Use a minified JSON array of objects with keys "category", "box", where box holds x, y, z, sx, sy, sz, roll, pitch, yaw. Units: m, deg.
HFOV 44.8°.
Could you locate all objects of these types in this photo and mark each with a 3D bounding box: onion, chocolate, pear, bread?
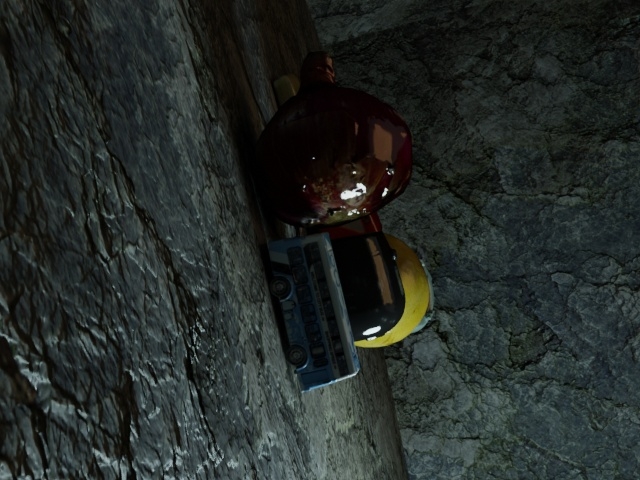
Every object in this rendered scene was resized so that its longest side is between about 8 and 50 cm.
[{"category":"onion","box":[0.019,-0.219,1.624,0.348,0.348,0.385,53,27,-73]},{"category":"chocolate","box":[0.056,-0.128,2.306,0.360,0.162,0.341,-45,112,-81]},{"category":"pear","box":[0.134,0.133,2.022,0.314,0.314,0.314,-13,90,-83]},{"category":"bread","box":[-0.087,-0.408,2.228,0.178,0.060,0.139,-66,141,-78]}]

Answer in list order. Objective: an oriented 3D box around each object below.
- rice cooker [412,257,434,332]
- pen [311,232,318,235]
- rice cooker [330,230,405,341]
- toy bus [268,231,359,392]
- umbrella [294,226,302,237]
[{"category":"rice cooker","box":[0.177,0.170,2.356,0.264,0.317,0.316,56,15,-23]},{"category":"pen","box":[0.000,0.000,2.293,0.040,0.032,0.233,61,5,5]},{"category":"rice cooker","box":[0.057,0.104,1.680,0.267,0.267,0.224,-18,93,-83]},{"category":"toy bus","box":[-0.016,0.134,1.517,0.106,0.131,0.297,-18,93,-82]},{"category":"umbrella","box":[-0.068,-0.103,1.977,0.044,0.044,0.269,125,-32,-64]}]
